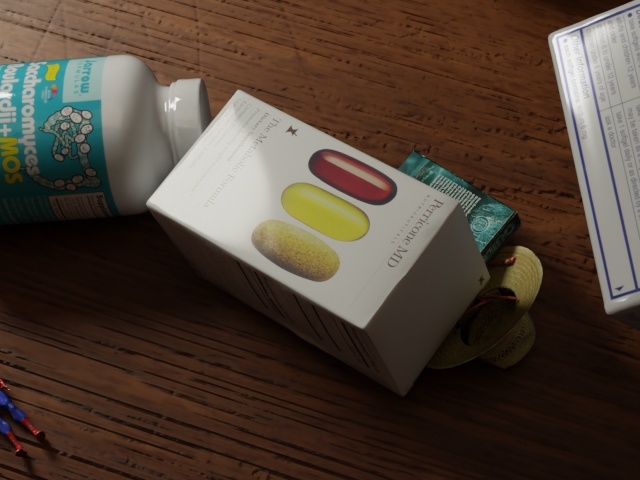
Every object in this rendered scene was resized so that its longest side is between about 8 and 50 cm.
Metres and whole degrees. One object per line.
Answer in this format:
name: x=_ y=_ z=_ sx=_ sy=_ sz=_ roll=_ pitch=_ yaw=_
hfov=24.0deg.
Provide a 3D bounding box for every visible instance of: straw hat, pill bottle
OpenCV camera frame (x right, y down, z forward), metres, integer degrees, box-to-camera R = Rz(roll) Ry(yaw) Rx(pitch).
straw hat: x=0.154 y=0.075 z=1.306 sx=0.144 sy=0.144 sz=0.061 roll=-48 pitch=114 yaw=-13
pill bottle: x=-0.233 y=-0.091 z=1.356 sx=0.264 sy=0.146 sz=0.146 roll=-5 pitch=69 yaw=2

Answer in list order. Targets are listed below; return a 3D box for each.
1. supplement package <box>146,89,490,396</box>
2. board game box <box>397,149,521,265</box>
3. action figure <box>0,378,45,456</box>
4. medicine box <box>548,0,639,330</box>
supplement package: x=0.000 y=0.000 z=1.278 sx=0.244 sy=0.134 sz=0.139 roll=28 pitch=73 yaw=30
board game box: x=0.073 y=0.019 z=1.341 sx=0.126 sy=0.026 sz=0.186 roll=34 pitch=76 yaw=31
action figure: x=-0.293 y=0.140 z=1.337 sx=0.038 sy=0.030 sz=0.115 roll=-44 pitch=71 yaw=-7
medicine box: x=0.367 y=-0.083 z=1.250 sx=0.289 sy=0.149 sz=0.264 roll=-19 pitch=66 yaw=27
